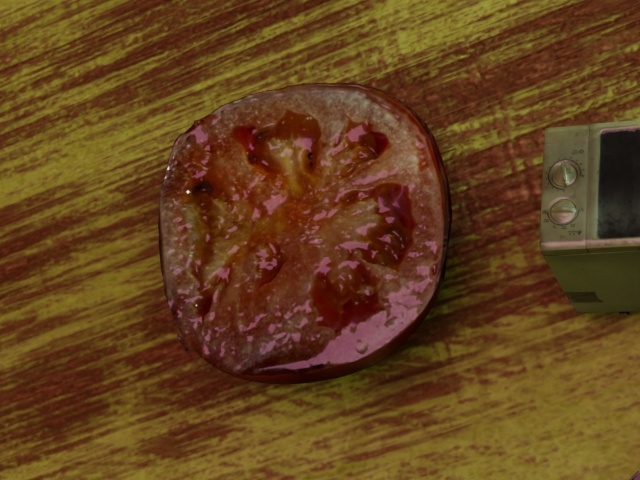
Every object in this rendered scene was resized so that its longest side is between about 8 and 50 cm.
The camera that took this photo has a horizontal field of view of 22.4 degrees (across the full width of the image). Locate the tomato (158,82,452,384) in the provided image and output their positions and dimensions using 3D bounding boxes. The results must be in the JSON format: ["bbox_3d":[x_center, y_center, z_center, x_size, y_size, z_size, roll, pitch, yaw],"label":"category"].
[{"bbox_3d":[-0.002,0.004,1.688,0.338,0.144,0.338,-6,70,16],"label":"tomato"}]

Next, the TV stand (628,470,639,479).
[{"bbox_3d":[0.234,0.326,1.545,0.256,0.040,0.049,-45,64,4],"label":"TV stand"}]

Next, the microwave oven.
[{"bbox_3d":[0.346,-0.024,1.528,0.240,0.194,0.145,-4,67,21],"label":"microwave oven"}]
